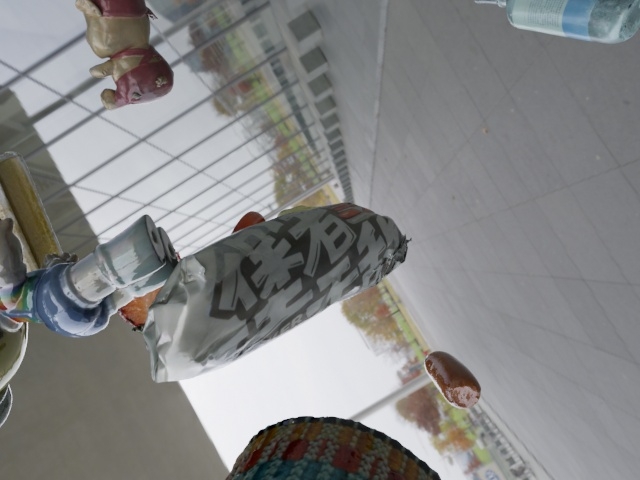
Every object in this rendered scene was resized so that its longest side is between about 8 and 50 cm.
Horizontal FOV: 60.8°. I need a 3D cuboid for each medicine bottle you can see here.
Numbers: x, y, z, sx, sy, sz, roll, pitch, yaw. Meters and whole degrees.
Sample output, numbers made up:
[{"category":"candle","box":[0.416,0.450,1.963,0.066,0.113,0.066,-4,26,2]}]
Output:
[{"category":"medicine bottle","box":[0.264,-0.277,0.615,0.053,0.090,0.208,35,-179,-45]}]

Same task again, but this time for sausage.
[{"category":"sausage","box":[0.265,0.278,1.112,0.076,0.076,0.197,58,179,-8]}]

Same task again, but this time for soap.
[{"category":"soap","box":[-0.846,-0.045,1.366,0.156,0.293,0.335,-73,-18,-56]}]

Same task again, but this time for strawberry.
[{"category":"strawberry","box":[-0.390,0.124,1.307,0.106,0.188,0.286,-161,69,-67]}]

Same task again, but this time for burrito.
[{"category":"burrito","box":[-0.016,0.031,0.674,0.101,0.445,0.139,11,113,41]}]

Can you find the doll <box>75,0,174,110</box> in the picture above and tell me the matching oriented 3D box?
[{"category":"doll","box":[-0.404,-0.408,1.121,0.196,0.152,0.256,-110,6,-66]}]

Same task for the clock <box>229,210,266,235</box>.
[{"category":"clock","box":[-0.166,0.037,1.135,0.051,0.205,0.205,19,176,9]}]

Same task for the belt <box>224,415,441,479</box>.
[{"category":"belt","box":[0.000,0.280,0.414,0.160,0.206,0.295,-50,-34,-63]}]

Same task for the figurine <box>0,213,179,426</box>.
[{"category":"figurine","box":[-0.333,0.088,0.544,0.205,0.381,0.224,67,-168,13]}]

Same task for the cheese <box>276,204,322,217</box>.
[{"category":"cheese","box":[0.000,0.000,1.188,0.255,0.127,0.050,48,150,47]}]
